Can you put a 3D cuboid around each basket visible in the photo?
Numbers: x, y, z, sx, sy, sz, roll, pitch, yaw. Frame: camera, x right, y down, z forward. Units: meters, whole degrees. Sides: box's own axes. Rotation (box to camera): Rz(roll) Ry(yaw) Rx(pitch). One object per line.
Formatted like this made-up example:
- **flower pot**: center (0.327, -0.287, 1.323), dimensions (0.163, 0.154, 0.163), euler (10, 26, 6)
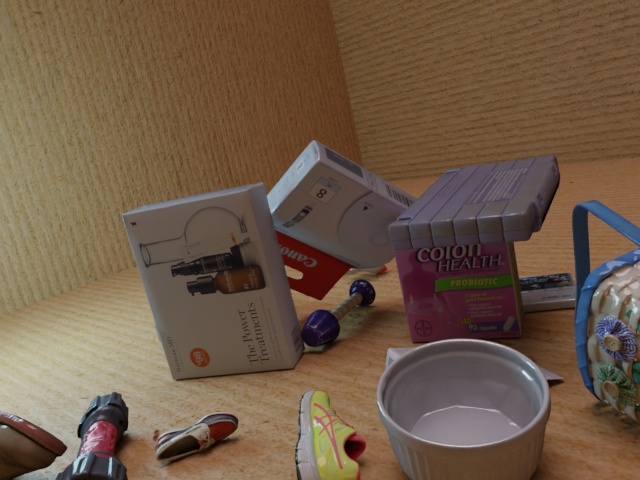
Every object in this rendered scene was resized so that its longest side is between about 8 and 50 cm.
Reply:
- **basket**: center (0.432, 0.099, 0.757), dimensions (0.201, 0.254, 0.289), euler (-15, 23, -1)

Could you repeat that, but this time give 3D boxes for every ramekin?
- **ramekin**: center (0.180, 0.226, 0.711), dimensions (0.207, 0.109, 0.207), euler (-9, 23, 4)

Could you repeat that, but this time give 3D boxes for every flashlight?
- **flashlight**: center (-0.342, 0.326, 0.878), dimensions (0.103, 0.103, 0.304), euler (-16, 13, -12)

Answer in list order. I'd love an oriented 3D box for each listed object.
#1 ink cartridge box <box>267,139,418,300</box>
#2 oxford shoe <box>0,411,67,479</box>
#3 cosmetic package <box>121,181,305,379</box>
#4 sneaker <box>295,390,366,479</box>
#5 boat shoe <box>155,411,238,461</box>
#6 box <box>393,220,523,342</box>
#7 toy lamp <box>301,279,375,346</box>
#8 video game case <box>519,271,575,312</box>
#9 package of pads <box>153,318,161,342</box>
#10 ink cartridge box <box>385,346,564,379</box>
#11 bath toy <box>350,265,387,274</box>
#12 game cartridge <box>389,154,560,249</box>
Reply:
- **ink cartridge box**: center (0.000, 0.000, 1.258), dimensions (0.385, 0.308, 0.091), euler (-48, 33, 28)
- **oxford shoe**: center (-0.515, 0.356, 0.878), dimensions (0.348, 0.123, 0.130), euler (-24, 30, 38)
- **cosmetic package**: center (-0.217, 0.092, 1.173), dimensions (0.284, 0.377, 0.097), euler (-9, 13, 18)
- **sneaker**: center (0.016, 0.283, 0.794), dimensions (0.094, 0.081, 0.208), euler (-5, 18, 1)
- **boat shoe**: center (-0.197, 0.316, 0.905), dimensions (0.137, 0.049, 0.043), euler (-16, 15, -5)
- **box**: center (0.273, 0.065, 1.114), dimensions (0.214, 0.243, 0.117), euler (-7, 13, 24)
- **toy lamp**: center (0.044, 0.166, 1.292), dimensions (0.080, 0.080, 0.275), euler (-5, 14, 32)
- **video game case**: center (0.452, 0.116, 1.229), dimensions (0.190, 0.022, 0.173), euler (-9, 13, 20)
- **package of pads**: center (-0.251, 0.185, 1.457), dimensions (0.297, 0.101, 0.229), euler (-8, 11, 27)
- **ink cartridge box**: center (0.244, 0.222, 0.925), dimensions (0.225, 0.056, 0.181), euler (3, 7, -17)
- **bath toy**: center (0.117, 0.031, 1.761), dimensions (0.151, 0.129, 0.348), euler (-58, 15, -1)
- **game cartridge**: center (0.292, -0.072, 1.010), dimensions (0.230, 0.068, 0.355), euler (0, 22, 30)
